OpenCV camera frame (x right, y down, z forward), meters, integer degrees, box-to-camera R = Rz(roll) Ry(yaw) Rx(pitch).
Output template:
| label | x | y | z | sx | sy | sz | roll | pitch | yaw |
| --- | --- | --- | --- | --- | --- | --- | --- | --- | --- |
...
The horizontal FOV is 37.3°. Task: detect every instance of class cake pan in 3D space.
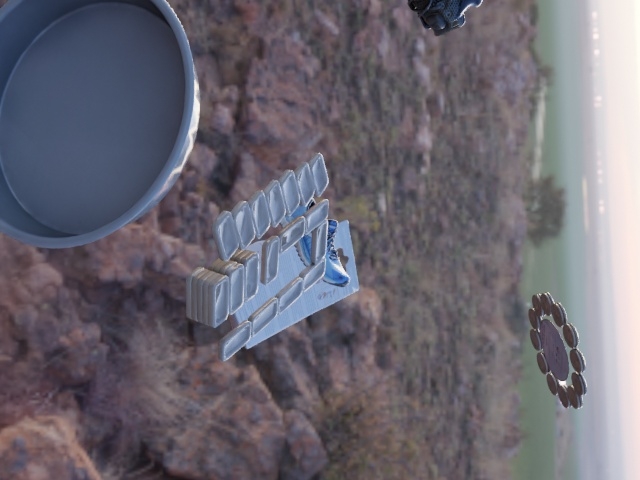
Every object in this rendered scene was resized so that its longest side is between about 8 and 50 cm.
| label | x | y | z | sx | sy | sz | roll | pitch | yaw |
| --- | --- | --- | --- | --- | --- | --- | --- | --- | --- |
| cake pan | -0.248 | -0.134 | 0.980 | 0.054 | 0.293 | 0.293 | 20 | 68 | -68 |

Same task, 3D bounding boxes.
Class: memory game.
| label | x | y | z | sx | sy | sz | roll | pitch | yaw |
| --- | --- | --- | --- | --- | --- | --- | --- | --- | --- |
| memory game | 0.359 | 0.167 | 1.438 | 0.186 | 0.012 | 0.186 | 166 | -90 | -82 |

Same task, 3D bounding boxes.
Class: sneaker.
| label | x | y | z | sx | sy | sz | roll | pitch | yaw |
| --- | --- | --- | --- | --- | --- | --- | --- | --- | --- |
| sneaker | 0.126 | -0.346 | 1.271 | 0.087 | 0.228 | 0.130 | -174 | -97 | -65 |
| sneaker | 0.000 | 0.000 | 1.452 | 0.162 | 0.073 | 0.063 | 56 | 14 | 19 |

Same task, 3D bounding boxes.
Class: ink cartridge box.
| label | x | y | z | sx | sy | sz | roll | pitch | yaw |
| --- | --- | --- | --- | --- | --- | --- | --- | --- | --- |
| ink cartridge box | -0.055 | 0.065 | 1.619 | 0.066 | 0.232 | 0.189 | 45 | -23 | 39 |

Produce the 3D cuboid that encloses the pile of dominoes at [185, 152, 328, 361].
| label | x | y | z | sx | sy | sz | roll | pitch | yaw |
| --- | --- | --- | --- | --- | --- | --- | --- | --- | --- |
| pile of dominoes | -0.068 | 0.009 | 1.125 | 0.251 | 0.040 | 0.196 | -39 | 141 | -50 |
